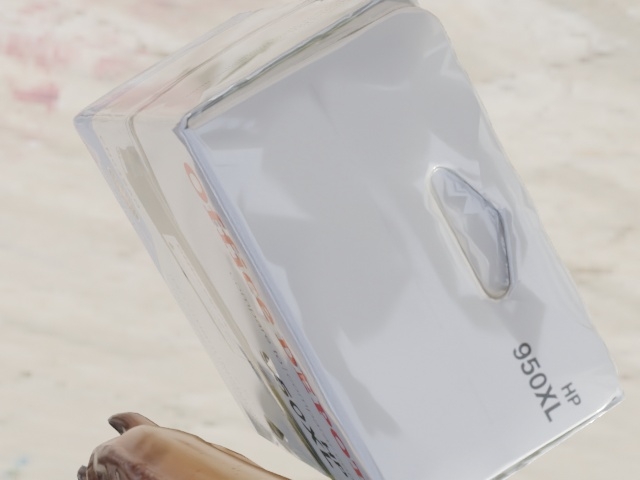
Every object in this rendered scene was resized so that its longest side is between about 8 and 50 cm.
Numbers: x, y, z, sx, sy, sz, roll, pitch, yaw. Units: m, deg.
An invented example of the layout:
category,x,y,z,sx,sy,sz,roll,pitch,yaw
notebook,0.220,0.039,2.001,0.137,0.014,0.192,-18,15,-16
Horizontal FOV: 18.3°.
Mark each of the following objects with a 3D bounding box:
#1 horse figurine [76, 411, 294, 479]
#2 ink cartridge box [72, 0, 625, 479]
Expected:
category,x,y,z,sx,sy,sz,roll,pitch,yaw
horse figurine,0.042,0.101,0.338,0.174,0.066,0.263,29,-167,-12
ink cartridge box,0.000,0.000,1.310,0.166,0.285,0.395,-32,-169,-12
